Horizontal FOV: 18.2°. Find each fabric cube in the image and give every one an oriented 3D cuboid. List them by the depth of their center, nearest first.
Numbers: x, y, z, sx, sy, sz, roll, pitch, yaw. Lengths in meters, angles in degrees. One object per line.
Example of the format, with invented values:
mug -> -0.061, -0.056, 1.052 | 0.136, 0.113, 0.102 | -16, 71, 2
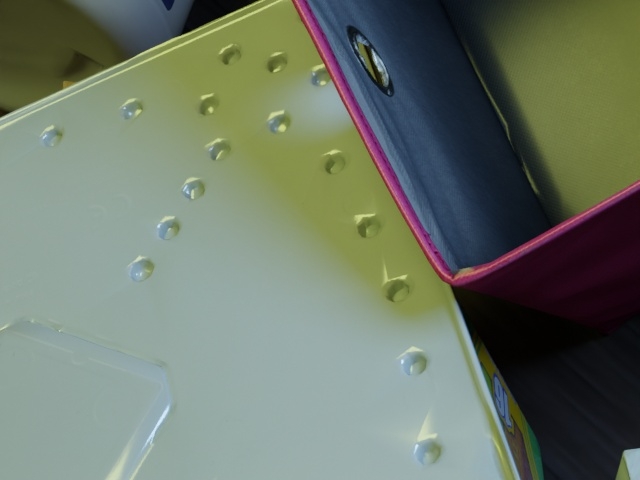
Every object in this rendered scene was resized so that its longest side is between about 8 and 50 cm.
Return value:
fabric cube -> 0.149, -0.130, 0.900 | 0.259, 0.258, 0.254 | -30, 74, 16

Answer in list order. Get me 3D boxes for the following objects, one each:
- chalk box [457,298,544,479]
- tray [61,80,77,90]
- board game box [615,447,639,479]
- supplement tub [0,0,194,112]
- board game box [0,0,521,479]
chalk box -> 0.030, 0.152, 0.901 | 0.132, 0.132, 0.213 | -18, 43, 14
tray -> -0.110, 0.141, 1.004 | 0.203, 0.076, 0.411 | 113, 157, -48
board game box -> 0.263, 0.173, 0.668 | 0.303, 0.097, 0.224 | -3, 49, -7
supplement tub -> -0.162, -0.262, 1.301 | 0.228, 0.228, 0.316 | -1, 59, 36
board game box -> -0.118, 0.101, 0.867 | 0.390, 0.050, 0.390 | -24, 50, 8
